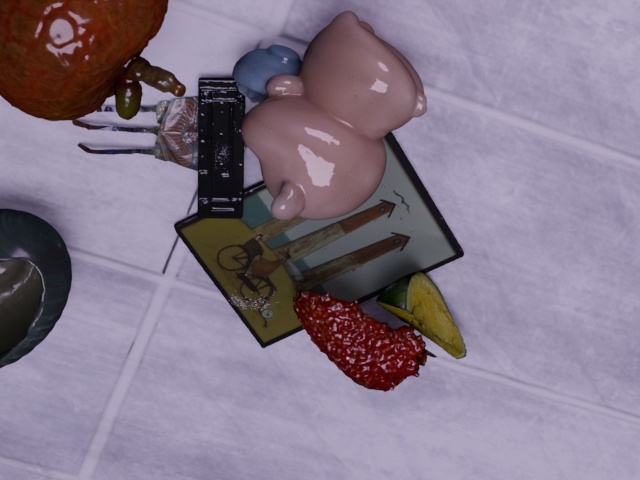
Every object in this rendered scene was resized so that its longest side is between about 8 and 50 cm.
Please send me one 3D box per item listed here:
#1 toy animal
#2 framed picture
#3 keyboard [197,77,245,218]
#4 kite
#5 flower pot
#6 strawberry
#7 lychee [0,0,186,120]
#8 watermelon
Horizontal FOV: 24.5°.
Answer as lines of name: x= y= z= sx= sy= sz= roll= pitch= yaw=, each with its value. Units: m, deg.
toy animal: x=0.023 y=-0.150 z=1.801 sx=0.221 sy=0.210 sz=0.229 roll=-19 pitch=87 yaw=15
framed picture: x=0.000 y=0.000 z=2.009 sx=0.324 sy=0.013 sz=0.244 roll=-25 pitch=123 yaw=14
keyboard: x=-0.129 y=-0.117 z=1.909 sx=0.061 sy=0.013 sz=0.204 roll=0 pitch=122 yaw=-5
kite: x=-0.205 y=-0.135 z=1.905 sx=0.229 sy=0.016 sz=0.127 roll=1 pitch=121 yaw=-4
flower pot: x=-0.433 y=0.064 z=1.944 sx=0.189 sy=0.157 sz=0.243 roll=35 pitch=117 yaw=-22
strawberry: x=0.041 y=0.151 z=2.040 sx=0.208 sy=0.087 sz=0.167 roll=22 pitch=156 yaw=-11
lychee: x=-0.283 y=-0.254 z=1.690 sx=0.300 sy=0.255 sz=0.255 roll=32 pitch=117 yaw=-11
watermelon: x=0.126 y=0.101 z=2.035 sx=0.075 sy=0.092 sz=0.181 roll=-21 pitch=148 yaw=23
